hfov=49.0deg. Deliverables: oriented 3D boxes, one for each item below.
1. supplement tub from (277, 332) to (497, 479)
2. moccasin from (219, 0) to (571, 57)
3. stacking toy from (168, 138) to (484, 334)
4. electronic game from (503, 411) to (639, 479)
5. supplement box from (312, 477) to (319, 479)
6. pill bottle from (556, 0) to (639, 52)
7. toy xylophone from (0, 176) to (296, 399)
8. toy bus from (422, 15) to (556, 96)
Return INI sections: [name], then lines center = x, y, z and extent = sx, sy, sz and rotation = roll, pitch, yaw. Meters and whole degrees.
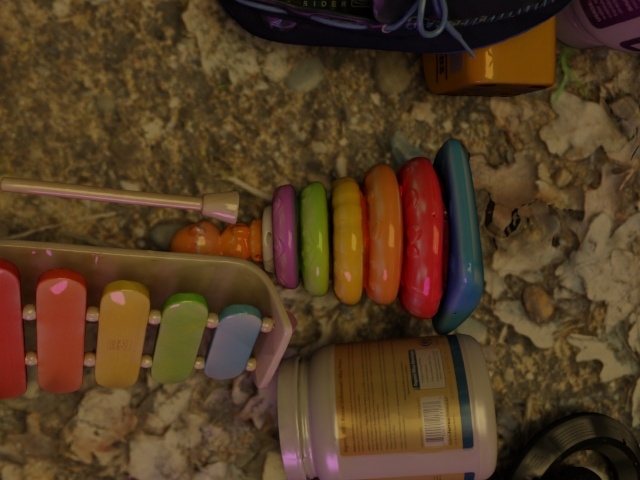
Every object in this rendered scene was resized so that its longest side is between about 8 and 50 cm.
[supplement tub]
center = 0.064, 0.171, 0.701
extent = 0.199, 0.144, 0.144
rotation = -5, 95, 4
[moccasin]
center = 0.064, -0.227, 0.635
extent = 0.342, 0.117, 0.138
rotation = -5, 91, 16
[stacking toy]
center = 0.000, 0.000, 0.705
extent = 0.302, 0.175, 0.166
rotation = -2, 64, 0
[electronic game]
center = 0.309, 0.321, 0.858
extent = 0.229, 0.048, 0.229
rotation = -4, 101, -23
[supplement box]
center = -0.002, 0.305, 0.744
extent = 0.233, 0.078, 0.080
rotation = -24, 100, -14
[pill bottle]
center = 0.361, -0.284, 0.706
extent = 0.169, 0.301, 0.169
rotation = -1, 94, -18
[toy xylophone]
center = -0.182, 0.054, 0.618
extent = 0.322, 0.236, 0.081
rotation = -1, 50, -11
[toy bus]
center = 0.170, -0.322, 0.734
extent = 0.108, 0.130, 0.333
rotation = -3, 94, -18
